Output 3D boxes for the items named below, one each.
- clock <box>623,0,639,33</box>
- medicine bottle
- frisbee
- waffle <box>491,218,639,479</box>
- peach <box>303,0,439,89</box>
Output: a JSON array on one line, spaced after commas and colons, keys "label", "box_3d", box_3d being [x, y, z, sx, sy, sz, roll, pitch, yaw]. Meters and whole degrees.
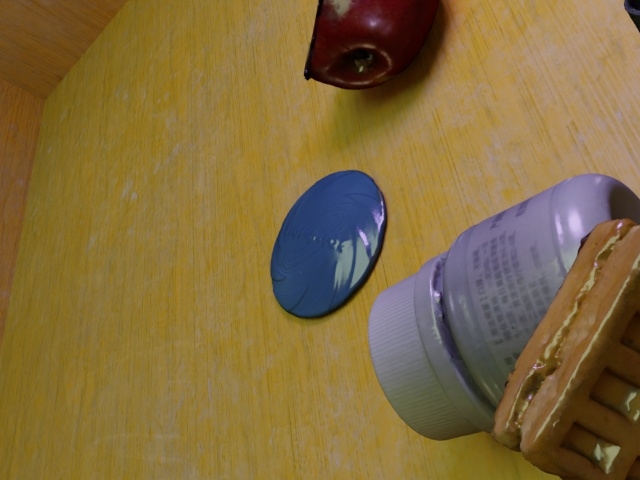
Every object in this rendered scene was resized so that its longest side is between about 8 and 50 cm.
[{"label": "clock", "box_3d": [0.495, -0.312, 0.762, 0.325, 0.067, 0.325, -31, 20, 13]}, {"label": "medicine bottle", "box_3d": [0.230, 0.090, 0.799, 0.306, 0.245, 0.245, -29, 49, 36]}, {"label": "frisbee", "box_3d": [-0.003, -0.002, 1.286, 0.289, 0.049, 0.290, -27, 50, 37]}, {"label": "waffle", "box_3d": [0.326, 0.145, 0.590, 0.224, 0.327, 0.098, -60, 10, 0]}, {"label": "peach", "box_3d": [0.111, -0.431, 1.298, 0.258, 0.201, 0.362, 105, -176, -57]}]
